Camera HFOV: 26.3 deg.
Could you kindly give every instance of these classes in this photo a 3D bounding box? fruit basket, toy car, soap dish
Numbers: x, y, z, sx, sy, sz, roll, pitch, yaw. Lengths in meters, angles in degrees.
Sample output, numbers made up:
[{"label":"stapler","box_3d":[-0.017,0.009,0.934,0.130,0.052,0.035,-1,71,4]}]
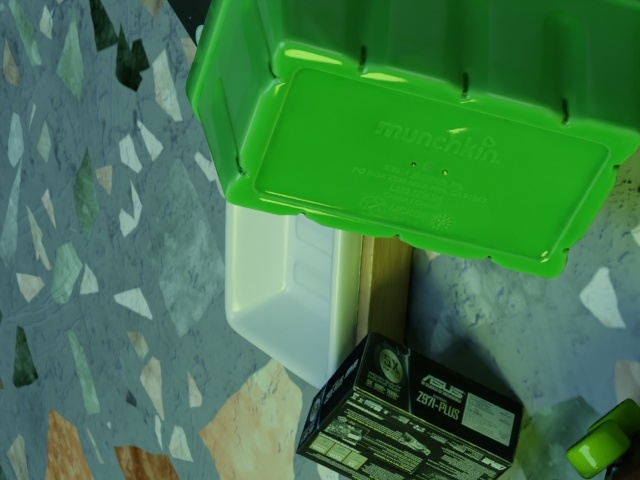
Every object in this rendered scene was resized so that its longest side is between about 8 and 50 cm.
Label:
[{"label":"fruit basket","box_3d":[0.080,-0.163,1.185,0.392,0.392,0.283,52,139,29]},{"label":"toy car","box_3d":[0.330,0.175,1.129,0.188,0.149,0.155,-42,79,24]},{"label":"soap dish","box_3d":[0.000,0.000,1.488,0.229,0.118,0.291,29,124,45]}]

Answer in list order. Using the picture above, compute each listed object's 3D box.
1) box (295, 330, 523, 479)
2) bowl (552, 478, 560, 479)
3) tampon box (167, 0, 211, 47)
[{"label":"box","box_3d":[0.090,0.192,1.389,0.180,0.077,0.147,26,137,-7]},{"label":"bowl","box_3d":[0.239,0.358,1.143,0.289,0.156,0.289,48,174,7]},{"label":"tampon box","box_3d":[-0.106,-0.301,1.534,0.161,0.101,0.120,57,141,23]}]
